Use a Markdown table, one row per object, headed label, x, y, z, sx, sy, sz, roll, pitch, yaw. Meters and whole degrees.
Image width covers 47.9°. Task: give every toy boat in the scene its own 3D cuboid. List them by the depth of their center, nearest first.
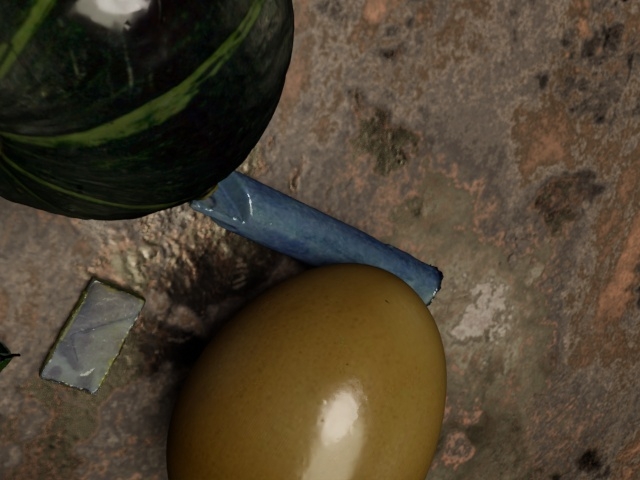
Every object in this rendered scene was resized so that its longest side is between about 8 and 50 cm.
| label | x | y | z | sx | sy | sz | roll | pitch | yaw |
| --- | --- | --- | --- | --- | --- | --- | --- | --- | --- |
| toy boat | -0.226 | 0.096 | 0.717 | 0.063 | 0.016 | 0.115 | 28 | 94 | -29 |

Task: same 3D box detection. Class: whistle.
| label | x | y | z | sx | sy | sz | roll | pitch | yaw |
| --- | --- | --- | --- | --- | --- | --- | --- | --- | --- |
| whistle | 0.000 | 0.000 | 0.760 | 0.304 | 0.062 | 0.062 | 24 | 97 | -29 |

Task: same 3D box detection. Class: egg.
| label | x | y | z | sx | sy | sz | roll | pitch | yaw |
| --- | --- | --- | --- | --- | --- | --- | --- | --- | --- |
| egg | -0.009 | 0.172 | 0.708 | 0.250 | 0.250 | 0.322 | 29 | 92 | -30 |

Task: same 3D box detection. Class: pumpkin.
| label | x | y | z | sx | sy | sz | roll | pitch | yaw |
| --- | --- | --- | --- | --- | --- | --- | --- | --- | --- |
| pumpkin | -0.176 | -0.153 | 0.480 | 0.323 | 0.323 | 0.241 | 42 | 62 | -30 |

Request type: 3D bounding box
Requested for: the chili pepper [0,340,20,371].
| label | x | y | z | sx | sy | sz | roll | pitch | yaw |
| --- | --- | --- | --- | --- | --- | --- | --- | --- | --- |
| chili pepper | -0.379 | 0.171 | 0.653 | 0.226 | 0.059 | 0.088 | -51 | 133 | 3 |
